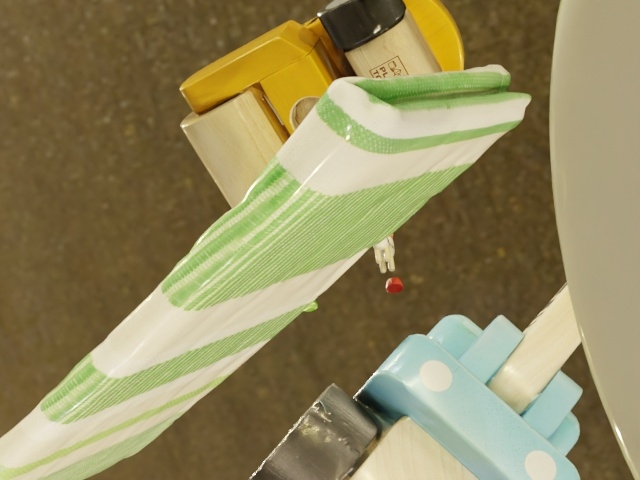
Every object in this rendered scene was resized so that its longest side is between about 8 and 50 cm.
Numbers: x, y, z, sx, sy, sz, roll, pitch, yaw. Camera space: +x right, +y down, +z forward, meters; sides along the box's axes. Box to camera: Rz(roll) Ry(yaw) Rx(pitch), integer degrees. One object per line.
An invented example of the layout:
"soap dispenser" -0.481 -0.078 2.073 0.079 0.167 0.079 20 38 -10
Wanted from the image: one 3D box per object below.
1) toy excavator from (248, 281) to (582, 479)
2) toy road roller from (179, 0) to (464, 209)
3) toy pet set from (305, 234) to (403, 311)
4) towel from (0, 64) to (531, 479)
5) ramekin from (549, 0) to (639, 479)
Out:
"toy excavator" 0.157 0.115 1.358 0.222 0.445 0.433 40 147 4
"toy road roller" 0.015 -0.181 1.951 0.202 0.329 0.240 59 -164 -14
"toy pet set" 0.000 0.000 1.385 0.114 0.122 0.065 72 -172 -54
"towel" -0.050 0.029 0.817 0.325 0.248 0.038 -42 81 22
"ramekin" 0.183 -0.001 0.357 0.303 0.148 0.303 47 146 45
